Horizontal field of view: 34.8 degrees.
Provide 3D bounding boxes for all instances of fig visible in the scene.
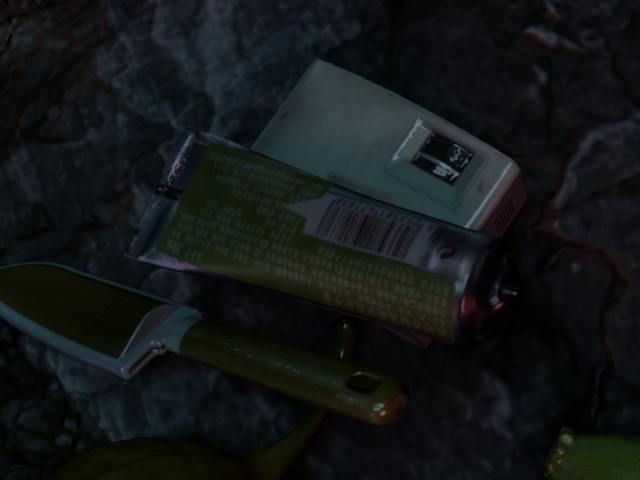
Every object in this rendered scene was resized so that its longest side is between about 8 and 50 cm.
[{"bbox_3d":[-0.054,0.130,0.559,0.236,0.124,0.124,-39,62,-22],"label":"fig"}]

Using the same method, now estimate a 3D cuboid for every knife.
[{"bbox_3d":[-0.100,0.052,0.583,0.343,0.027,0.061,14,43,39],"label":"knife"}]

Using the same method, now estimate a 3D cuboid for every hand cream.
[{"bbox_3d":[0.000,0.000,0.542,0.235,0.055,0.086,17,74,31],"label":"hand cream"}]

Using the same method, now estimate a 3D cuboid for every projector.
[{"bbox_3d":[0.029,-0.023,0.596,0.147,0.061,0.115,32,85,25],"label":"projector"}]

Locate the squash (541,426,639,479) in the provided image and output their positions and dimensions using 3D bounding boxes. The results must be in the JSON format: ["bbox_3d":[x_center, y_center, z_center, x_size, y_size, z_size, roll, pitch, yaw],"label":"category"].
[{"bbox_3d":[0.204,0.129,0.484,0.201,0.066,0.066,13,76,25],"label":"squash"}]
